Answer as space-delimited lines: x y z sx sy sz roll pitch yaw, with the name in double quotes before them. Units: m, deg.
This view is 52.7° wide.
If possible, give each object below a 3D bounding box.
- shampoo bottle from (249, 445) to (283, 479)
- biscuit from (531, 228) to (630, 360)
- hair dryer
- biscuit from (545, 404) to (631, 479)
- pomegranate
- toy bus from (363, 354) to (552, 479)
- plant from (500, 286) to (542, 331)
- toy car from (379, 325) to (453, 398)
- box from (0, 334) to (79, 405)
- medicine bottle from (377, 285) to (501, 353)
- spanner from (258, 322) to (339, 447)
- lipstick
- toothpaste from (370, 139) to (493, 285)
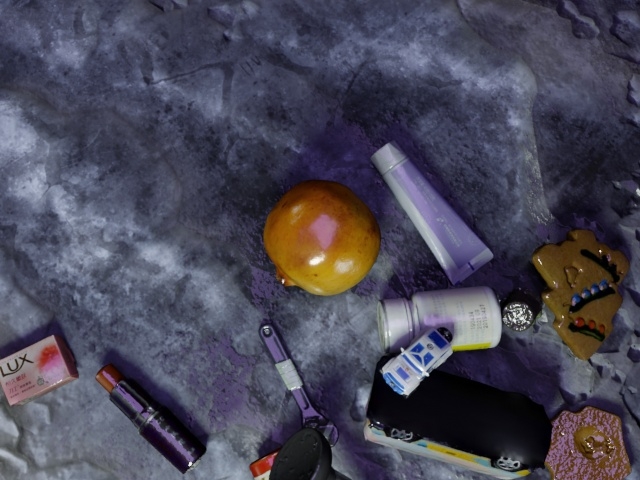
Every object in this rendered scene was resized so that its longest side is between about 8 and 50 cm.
"shampoo bottle" -0.047 0.580 1.364 0.104 0.104 0.278 -26 78 -7
"biscuit" 0.612 0.124 1.488 0.278 0.043 0.301 0 84 -23
"hair dryer" 0.049 0.563 1.250 0.320 0.284 0.155 43 114 -15
"biscuit" 0.574 0.466 1.443 0.215 0.034 0.182 -7 76 -1
"pomegranate" 0.000 0.000 1.445 0.264 0.264 0.264 0 76 -1
"toy bus" 0.284 0.388 1.385 0.386 0.162 0.171 16 59 1
"plant" 0.452 0.156 1.463 0.094 0.143 0.092 29 107 20
"toy car" 0.204 0.240 1.323 0.170 0.070 0.080 -37 71 -24
"box" -0.635 0.290 1.448 0.156 0.060 0.111 -27 77 -8
"medicine bottle" 0.262 0.181 1.451 0.258 0.143 0.143 -4 76 -3
"spanner" -0.062 0.332 1.469 0.087 0.024 0.316 -29 79 -2
"lipstick" -0.376 0.386 1.418 0.299 0.081 0.081 41 79 8
"toothpaste" 0.258 -0.073 1.552 0.125 0.080 0.371 -36 85 -10
